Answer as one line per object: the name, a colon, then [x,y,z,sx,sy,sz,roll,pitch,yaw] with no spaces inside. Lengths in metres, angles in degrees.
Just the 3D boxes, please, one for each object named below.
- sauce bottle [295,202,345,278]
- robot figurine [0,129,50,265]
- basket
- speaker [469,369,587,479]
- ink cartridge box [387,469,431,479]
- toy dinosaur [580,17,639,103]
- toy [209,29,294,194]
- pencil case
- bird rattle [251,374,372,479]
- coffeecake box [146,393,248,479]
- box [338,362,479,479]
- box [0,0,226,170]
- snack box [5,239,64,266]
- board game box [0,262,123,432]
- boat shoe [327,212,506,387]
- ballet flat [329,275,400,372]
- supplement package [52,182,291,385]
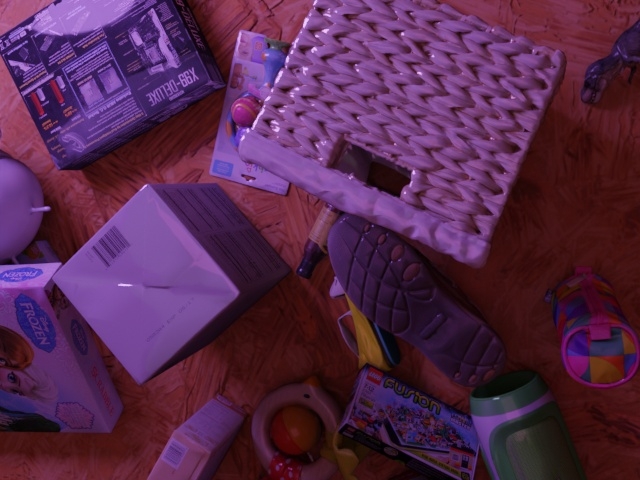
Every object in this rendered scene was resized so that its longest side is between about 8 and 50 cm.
sauce bottle: [0.000,0.000,1.175,0.042,0.042,0.128,28,103,8]
robot figurine: [-0.607,-0.081,1.218,0.353,0.200,0.300,29,117,9]
basket: [0.118,-0.149,0.996,0.328,0.331,0.266,26,94,9]
speaker: [0.322,0.348,1.094,0.131,0.131,0.296,-21,91,13]
ink cartridge box: [0.146,0.437,1.114,0.072,0.175,0.127,-24,90,13]
toy dinosaur: [0.485,-0.283,1.034,0.118,0.064,0.268,42,99,12]
toy: [-0.097,-0.202,1.169,0.137,0.056,0.237,16,98,12]
pencil case: [0.367,0.113,1.012,0.104,0.236,0.104,3,105,11]
bird rattle: [-0.026,0.333,1.195,0.253,0.143,0.207,-35,75,26]
coffeecake box: [-0.199,0.342,1.176,0.068,0.185,0.142,30,100,8]
box: [0.138,0.280,1.115,0.207,0.114,0.036,27,138,-4]
box: [-0.340,-0.288,1.204,0.307,0.076,0.242,-27,89,14]
snack box: [-0.480,0.084,1.289,0.100,0.037,0.141,-36,87,12]
board game box: [-0.524,0.185,1.222,0.318,0.066,0.318,-3,124,13]
boat shoe: [0.137,0.081,1.102,0.123,0.116,0.324,-42,96,17]
ballet flat: [0.057,0.099,1.158,0.077,0.077,0.231,-15,94,27]
supplement package: [-0.207,0.050,1.110,0.199,0.263,0.198,-42,85,12]
